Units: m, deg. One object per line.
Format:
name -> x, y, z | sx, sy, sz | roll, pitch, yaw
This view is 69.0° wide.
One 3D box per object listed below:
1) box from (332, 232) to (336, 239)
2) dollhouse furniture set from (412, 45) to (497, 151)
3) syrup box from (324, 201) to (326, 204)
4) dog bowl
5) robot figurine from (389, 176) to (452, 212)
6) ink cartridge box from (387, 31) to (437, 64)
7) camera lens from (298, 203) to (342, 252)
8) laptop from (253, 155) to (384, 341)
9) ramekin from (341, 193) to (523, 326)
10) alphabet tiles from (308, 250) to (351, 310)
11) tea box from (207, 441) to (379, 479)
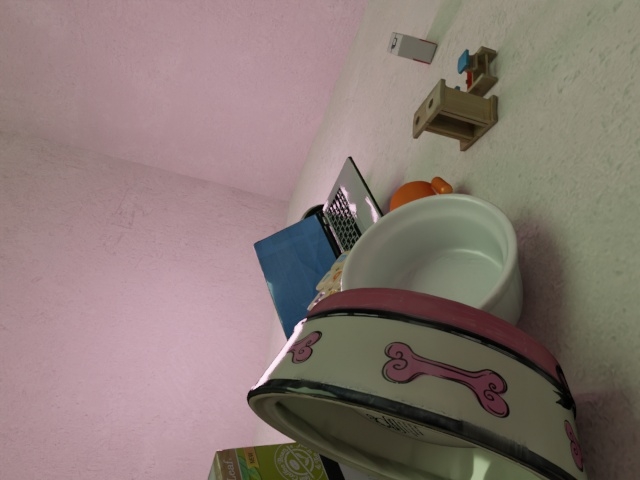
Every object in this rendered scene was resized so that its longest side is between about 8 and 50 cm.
box -> 0.103, -0.035, 1.583 | 0.072, 0.126, 0.137 | -95, 21, -61
dollhouse furniture set -> 0.286, -0.312, 1.003 | 0.129, 0.129, 0.184 | 129, 152, -65
syrup box -> 0.079, -0.132, 1.885 | 0.237, 0.096, 0.093 | 130, 154, -66
dog bowl -> 0.122, 0.212, 0.601 | 0.408, 0.407, 0.151 | 123, 170, -59
robot figurine -> 0.224, -0.048, 1.015 | 0.158, 0.128, 0.219 | -28, 27, 10
ink cartridge box -> 0.276, -0.590, 1.426 | 0.150, 0.109, 0.063 | -100, 22, -63
camera lens -> 0.000, 0.000, 1.802 | 0.274, 0.219, 0.220 | 129, 152, -65
laptop -> 0.000, 0.031, 1.396 | 0.382, 0.236, 0.408 | 65, 148, 29
ramekin -> 0.184, 0.068, 0.748 | 0.277, 0.135, 0.277 | -22, 39, 18
alphabet tiles -> 0.083, 0.074, 1.170 | 0.278, 0.021, 0.284 | -51, 13, -19
tea box -> -0.034, 0.575, 0.851 | 0.329, 0.323, 0.220 | 55, 133, 52
